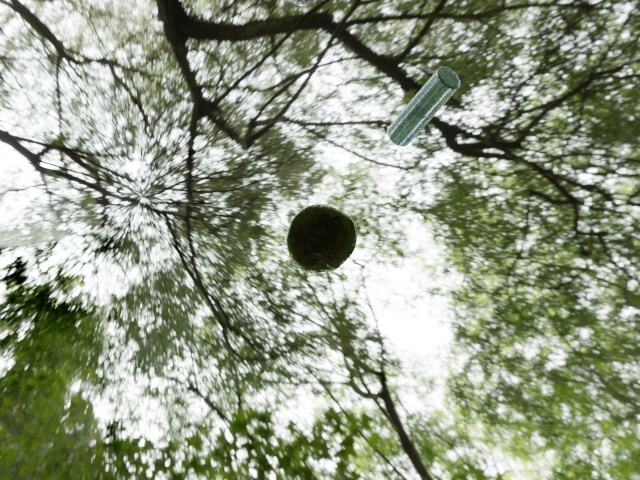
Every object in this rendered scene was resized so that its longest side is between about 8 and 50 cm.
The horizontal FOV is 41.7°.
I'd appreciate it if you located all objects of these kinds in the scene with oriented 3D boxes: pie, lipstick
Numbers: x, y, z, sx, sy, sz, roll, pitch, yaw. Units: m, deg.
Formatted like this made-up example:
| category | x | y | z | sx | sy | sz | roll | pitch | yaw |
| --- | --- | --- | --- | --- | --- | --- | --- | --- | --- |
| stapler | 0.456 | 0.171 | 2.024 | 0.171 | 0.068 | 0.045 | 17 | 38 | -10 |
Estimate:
| category | x | y | z | sx | sy | sz | roll | pitch | yaw |
| --- | --- | --- | --- | --- | --- | --- | --- | --- | --- |
| pie | 0.000 | 0.000 | 0.952 | 0.085 | 0.017 | 0.085 | 0 | -74 | -1 |
| lipstick | 0.170 | -0.221 | 1.397 | 0.048 | 0.158 | 0.048 | 16 | -129 | -22 |

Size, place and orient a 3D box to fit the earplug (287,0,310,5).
| category | x | y | z | sx | sy | sz | roll | pitch | yaw |
| --- | --- | --- | --- | --- | --- | --- | --- | --- | --- |
| earplug | -0.194 | -0.524 | 1.254 | 0.455 | 0.215 | 0.215 | 21 | -92 | 6 |
